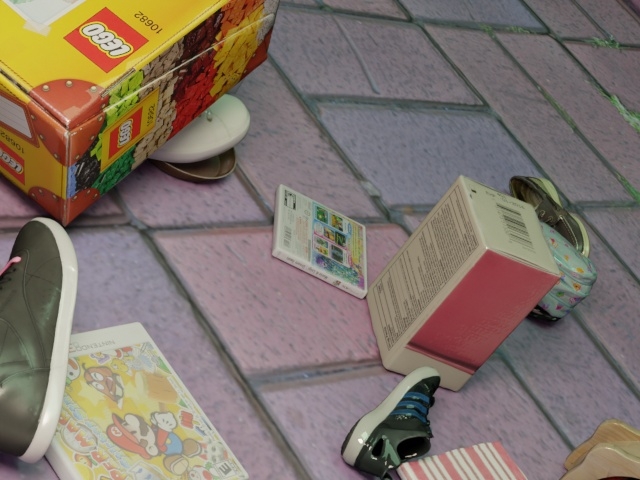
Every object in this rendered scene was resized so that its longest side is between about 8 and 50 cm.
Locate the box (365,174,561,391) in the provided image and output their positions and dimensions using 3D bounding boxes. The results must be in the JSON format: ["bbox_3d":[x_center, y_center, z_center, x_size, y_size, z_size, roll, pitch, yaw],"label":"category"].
[{"bbox_3d":[0.181,0.058,1.823,0.127,0.232,0.149,20,35,-26],"label":"box"}]

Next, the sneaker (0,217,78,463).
[{"bbox_3d":[-0.326,0.070,1.373,0.147,0.104,0.296,21,41,-26],"label":"sneaker"}]

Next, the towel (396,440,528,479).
[{"bbox_3d":[0.191,0.317,1.691,0.197,0.029,0.144,-3,49,-44],"label":"towel"}]

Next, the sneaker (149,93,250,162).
[{"bbox_3d":[-0.207,-0.173,1.796,0.290,0.123,0.106,-5,52,-32],"label":"sneaker"}]

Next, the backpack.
[{"bbox_3d":[0.324,0.036,2.117,0.182,0.115,0.152,40,28,0],"label":"backpack"}]

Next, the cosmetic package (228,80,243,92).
[{"bbox_3d":[-0.303,-0.324,1.977,0.284,0.097,0.377,50,32,20],"label":"cosmetic package"}]

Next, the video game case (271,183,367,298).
[{"bbox_3d":[0.000,0.000,1.929,0.143,0.019,0.157,27,31,-17],"label":"video game case"}]

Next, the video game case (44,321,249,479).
[{"bbox_3d":[-0.208,0.187,1.458,0.206,0.026,0.227,-9,53,-50],"label":"video game case"}]

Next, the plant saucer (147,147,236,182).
[{"bbox_3d":[-0.193,-0.135,1.904,0.168,0.029,0.168,27,32,-18],"label":"plant saucer"}]

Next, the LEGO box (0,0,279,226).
[{"bbox_3d":[-0.349,-0.321,1.659,0.500,0.193,0.372,39,59,13],"label":"LEGO box"}]

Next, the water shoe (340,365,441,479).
[{"bbox_3d":[0.102,0.225,1.675,0.080,0.073,0.203,35,39,16],"label":"water shoe"}]

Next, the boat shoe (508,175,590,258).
[{"bbox_3d":[0.366,-0.031,2.291,0.073,0.080,0.223,13,33,-26],"label":"boat shoe"}]

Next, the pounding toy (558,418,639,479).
[{"bbox_3d":[0.452,0.330,1.837,0.269,0.154,0.155,22,29,12],"label":"pounding toy"}]
